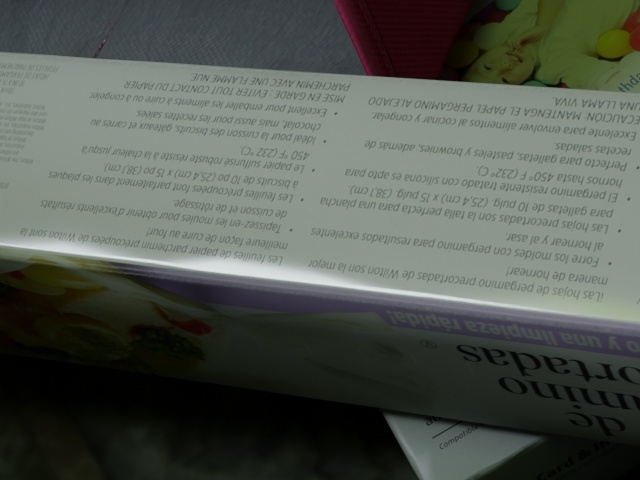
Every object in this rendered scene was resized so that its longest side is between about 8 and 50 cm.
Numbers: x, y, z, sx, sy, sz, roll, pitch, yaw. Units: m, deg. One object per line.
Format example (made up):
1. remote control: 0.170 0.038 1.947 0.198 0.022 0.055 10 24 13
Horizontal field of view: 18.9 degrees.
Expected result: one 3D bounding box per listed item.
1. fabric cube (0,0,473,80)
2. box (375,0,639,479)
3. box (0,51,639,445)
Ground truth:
1. fabric cube: -0.078 -0.203 0.552 0.259 0.254 0.258 3 50 31
2. box: 0.060 -0.024 0.537 0.145 0.038 0.186 -29 49 0
3. box: 0.000 0.000 0.478 0.324 0.063 0.067 5 60 26
